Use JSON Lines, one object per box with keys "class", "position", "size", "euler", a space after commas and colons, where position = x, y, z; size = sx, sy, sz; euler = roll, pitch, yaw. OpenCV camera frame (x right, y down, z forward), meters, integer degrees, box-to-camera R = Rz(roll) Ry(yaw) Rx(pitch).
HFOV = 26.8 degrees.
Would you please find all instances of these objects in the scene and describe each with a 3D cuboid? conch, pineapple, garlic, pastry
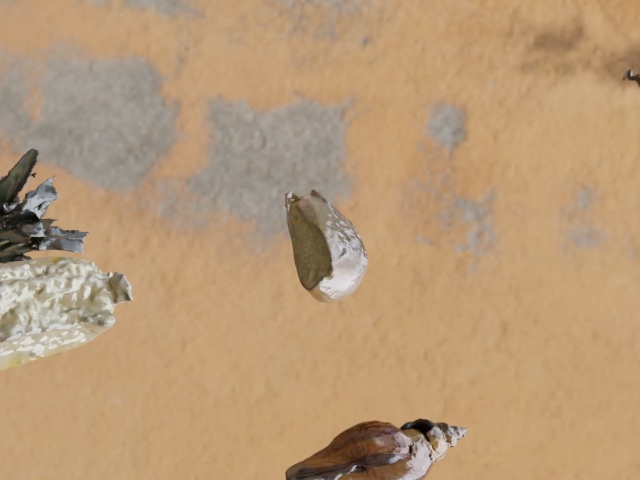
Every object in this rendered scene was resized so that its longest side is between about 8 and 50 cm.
{"class": "conch", "position": [0.075, 0.266, 1.648], "size": [0.080, 0.233, 0.086], "euler": [29, -62, 57]}
{"class": "pineapple", "position": [-0.398, 0.055, 1.359], "size": [0.364, 0.165, 0.165], "euler": [-44, 180, -5]}
{"class": "garlic", "position": [0.009, 0.012, 1.782], "size": [0.101, 0.087, 0.195], "euler": [41, 25, -39]}
{"class": "pastry", "position": [-0.282, 0.073, 1.024], "size": [0.121, 0.259, 0.089], "euler": [-47, -118, 54]}

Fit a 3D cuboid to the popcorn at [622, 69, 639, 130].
{"class": "popcorn", "position": [0.400, -0.162, 1.389], "size": [0.195, 0.174, 0.168], "euler": [-61, 140, -67]}
